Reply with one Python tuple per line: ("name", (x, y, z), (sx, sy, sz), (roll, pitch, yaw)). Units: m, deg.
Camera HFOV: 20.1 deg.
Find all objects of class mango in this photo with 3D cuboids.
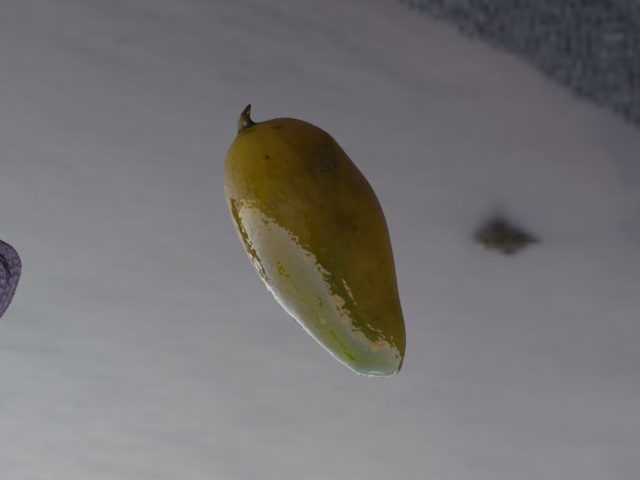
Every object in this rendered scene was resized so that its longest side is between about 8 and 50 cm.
("mango", (0.000, 0.000, 1.103), (0.066, 0.187, 0.101), (-29, 174, 40))

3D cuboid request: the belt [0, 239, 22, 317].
("belt", (-0.270, 0.097, 1.207), (0.053, 0.232, 0.071), (27, -172, 38))
